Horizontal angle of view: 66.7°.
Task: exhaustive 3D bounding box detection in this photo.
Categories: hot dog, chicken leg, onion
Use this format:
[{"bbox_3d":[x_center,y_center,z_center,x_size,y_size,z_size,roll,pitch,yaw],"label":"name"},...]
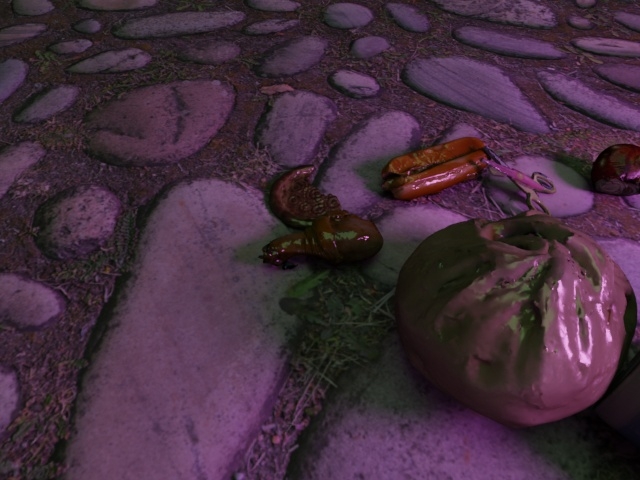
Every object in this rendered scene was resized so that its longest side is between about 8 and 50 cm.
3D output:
[{"bbox_3d":[0.251,-0.152,1.033,0.270,0.072,0.109,-17,52,-13],"label":"hot dog"},{"bbox_3d":[0.000,0.000,0.891,0.228,0.088,0.103,-8,58,0],"label":"chicken leg"},{"bbox_3d":[0.628,-0.149,1.007,0.117,0.118,0.118,21,47,-12],"label":"onion"}]

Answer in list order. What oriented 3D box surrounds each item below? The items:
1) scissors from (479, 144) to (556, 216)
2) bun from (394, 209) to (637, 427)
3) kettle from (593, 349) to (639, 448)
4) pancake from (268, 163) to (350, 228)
[{"bbox_3d":[0.408,-0.129,1.002,0.187,0.020,0.133,34,51,-5],"label":"scissors"},{"bbox_3d":[0.267,0.076,0.702,0.326,0.234,0.362,6,34,32],"label":"bun"},{"bbox_3d":[0.578,0.230,0.596,0.342,0.247,0.319,40,25,30],"label":"kettle"},{"bbox_3d":[-0.017,-0.090,1.007,0.191,0.020,0.184,22,50,18],"label":"pancake"}]
